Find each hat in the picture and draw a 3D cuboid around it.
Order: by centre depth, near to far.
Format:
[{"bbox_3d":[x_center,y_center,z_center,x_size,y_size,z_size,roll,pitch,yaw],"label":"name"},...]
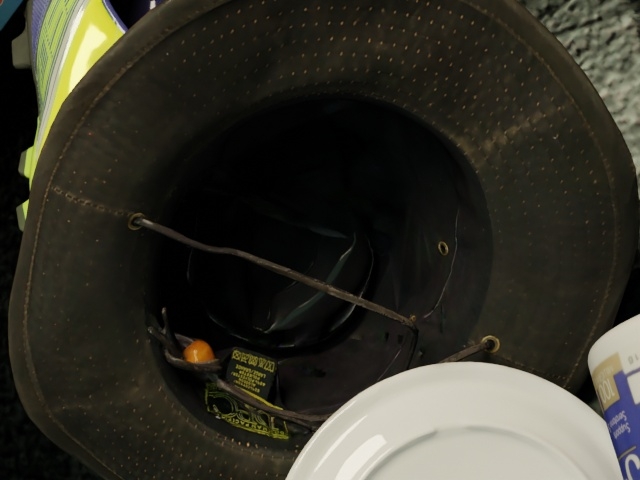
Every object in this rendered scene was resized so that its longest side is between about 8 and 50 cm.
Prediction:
[{"bbox_3d":[0.000,0.000,0.703,0.331,0.331,0.134,-36,21,14],"label":"hat"}]

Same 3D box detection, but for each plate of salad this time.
[{"bbox_3d":[0.071,0.160,0.658,0.199,0.048,0.200,1,82,-6],"label":"plate of salad"}]

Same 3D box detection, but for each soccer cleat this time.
[{"bbox_3d":[-0.119,-0.061,0.825,0.121,0.093,0.289,-18,69,19],"label":"soccer cleat"}]

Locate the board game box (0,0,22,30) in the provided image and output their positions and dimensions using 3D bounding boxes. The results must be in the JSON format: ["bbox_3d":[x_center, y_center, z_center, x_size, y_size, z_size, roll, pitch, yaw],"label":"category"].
[{"bbox_3d":[-0.305,-0.208,0.875,0.254,0.079,0.336,41,97,28],"label":"board game box"}]

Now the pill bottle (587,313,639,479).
[{"bbox_3d":[0.200,0.122,0.604,0.112,0.112,0.187,-22,67,20],"label":"pill bottle"}]
